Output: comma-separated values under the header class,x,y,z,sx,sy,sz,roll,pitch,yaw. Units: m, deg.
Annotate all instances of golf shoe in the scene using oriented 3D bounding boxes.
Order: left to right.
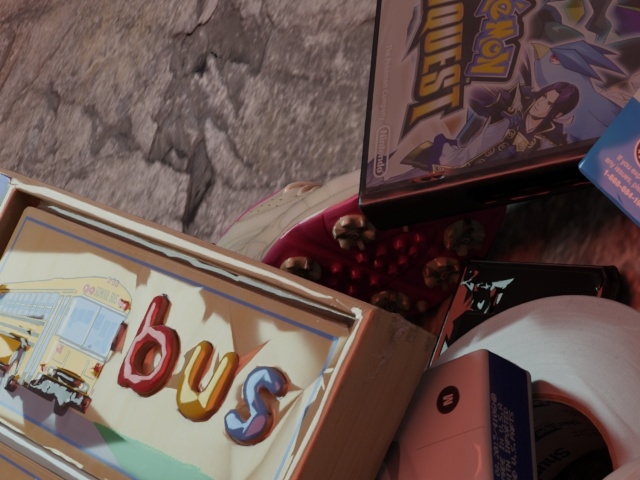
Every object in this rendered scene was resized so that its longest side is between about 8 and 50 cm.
class,x,y,z,sx,sy,sz,roll,pitch,yaw
golf shoe,0.000,0.000,1.043,0.306,0.115,0.140,-34,36,38

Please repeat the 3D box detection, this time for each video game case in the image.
class,x,y,z,sx,sy,sz,roll,pitch,yaw
video game case,0.148,-0.148,0.914,0.248,0.035,0.274,-11,53,26

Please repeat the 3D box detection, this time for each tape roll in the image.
class,x,y,z,sx,sy,sz,roll,pitch,yaw
tape roll,0.116,0.139,0.757,0.219,0.072,0.219,-29,47,36

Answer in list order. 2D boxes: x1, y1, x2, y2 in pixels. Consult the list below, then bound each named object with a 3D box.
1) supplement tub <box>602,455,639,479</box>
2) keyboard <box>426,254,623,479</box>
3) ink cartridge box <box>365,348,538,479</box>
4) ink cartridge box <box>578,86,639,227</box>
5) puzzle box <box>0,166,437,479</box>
class,x,y,z,sx,sy,sz,roll,pitch,yaw
supplement tub,0.227,0.161,0.425,0.325,0.235,0.235,-14,55,53
keyboard,0.058,0.157,0.900,0.202,0.033,0.317,3,68,51
ink cartridge box,0.008,0.186,0.752,0.224,0.045,0.223,-29,47,36
ink cartridge box,0.234,-0.059,0.716,0.190,0.082,0.139,-54,51,17
puzzle box,-0.145,0.112,0.860,0.409,0.052,0.272,17,80,46
